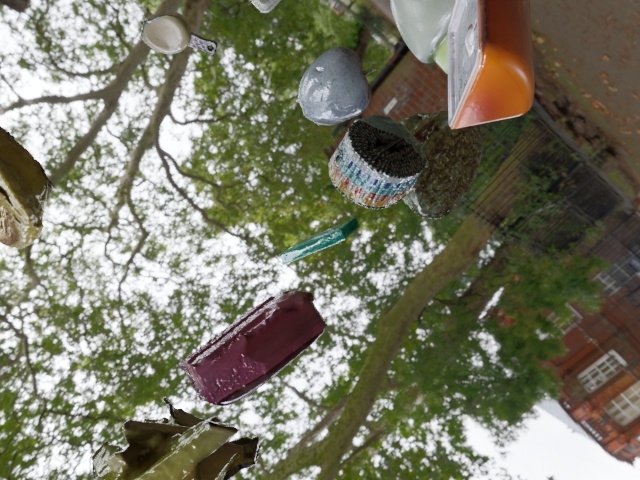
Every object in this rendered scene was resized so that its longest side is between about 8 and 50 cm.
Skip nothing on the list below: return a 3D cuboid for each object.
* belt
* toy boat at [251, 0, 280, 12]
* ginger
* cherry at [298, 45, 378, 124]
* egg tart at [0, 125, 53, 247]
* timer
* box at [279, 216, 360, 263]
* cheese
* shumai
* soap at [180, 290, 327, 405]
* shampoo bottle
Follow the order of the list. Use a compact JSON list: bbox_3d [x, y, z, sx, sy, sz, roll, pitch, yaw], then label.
[{"bbox_3d":[0.140,-0.194,1.204,0.207,0.150,0.258,45,-137,9],"label":"belt"},{"bbox_3d":[-0.079,-0.676,1.212,0.140,0.269,0.140,48,170,12],"label":"toy boat"},{"bbox_3d":[-0.327,0.451,1.096,0.414,0.211,0.359,4,-164,36],"label":"ginger"},{"bbox_3d":[0.060,-0.531,1.709,0.218,0.296,0.255,62,-173,26],"label":"cherry"},{"bbox_3d":[-0.610,-0.119,0.900,0.290,0.290,0.115,39,-132,-4],"label":"egg tart"},{"bbox_3d":[0.310,-0.376,0.910,0.250,0.162,0.257,40,-129,-66],"label":"timer"},{"bbox_3d":[0.000,0.000,1.557,0.042,0.227,0.161,64,-154,-7],"label":"box"},{"bbox_3d":[-0.325,-0.477,1.130,0.171,0.092,0.047,0,-135,-7],"label":"cheese"},{"bbox_3d":[0.356,-0.312,1.760,0.395,0.394,0.348,14,-163,-48],"label":"shumai"},{"bbox_3d":[-0.145,0.234,1.127,0.325,0.220,0.127,-37,-80,-31],"label":"soap"},{"bbox_3d":[0.362,-0.638,1.323,0.317,0.322,0.322,52,-158,1],"label":"shampoo bottle"}]
